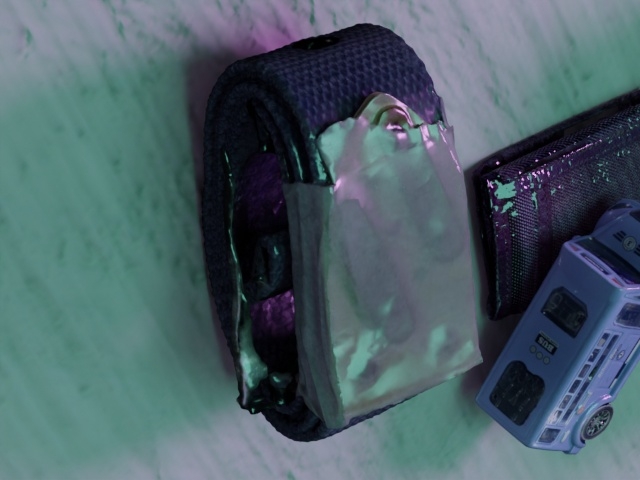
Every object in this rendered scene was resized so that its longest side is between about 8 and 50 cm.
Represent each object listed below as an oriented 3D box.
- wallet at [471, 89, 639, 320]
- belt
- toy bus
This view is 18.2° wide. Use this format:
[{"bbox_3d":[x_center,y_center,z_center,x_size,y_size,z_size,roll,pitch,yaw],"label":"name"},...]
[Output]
[{"bbox_3d":[0.171,-0.023,1.317,0.166,0.030,0.111,-26,120,-29],"label":"wallet"},{"bbox_3d":[0.000,0.000,1.119,0.126,0.139,0.230,-20,119,-33],"label":"belt"},{"bbox_3d":[0.173,0.054,1.288,0.076,0.073,0.167,7,116,-50],"label":"toy bus"}]
